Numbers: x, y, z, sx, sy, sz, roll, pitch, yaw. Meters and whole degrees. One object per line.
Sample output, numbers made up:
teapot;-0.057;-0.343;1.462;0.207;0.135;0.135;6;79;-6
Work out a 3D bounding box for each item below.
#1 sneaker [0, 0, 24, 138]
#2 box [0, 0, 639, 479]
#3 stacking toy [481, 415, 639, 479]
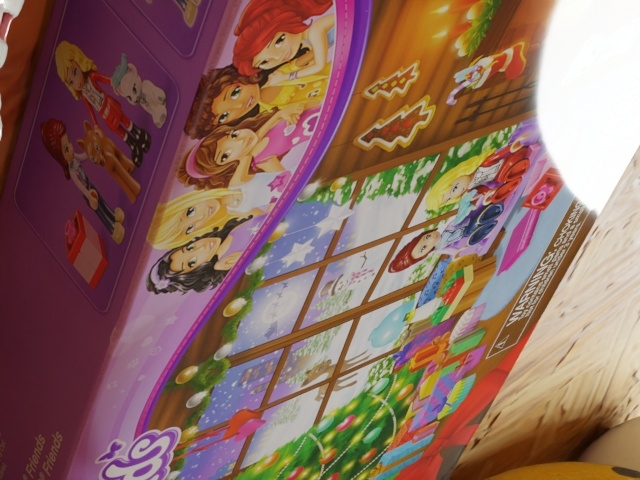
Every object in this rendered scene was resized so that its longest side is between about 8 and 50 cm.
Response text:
sneaker;-0.067;-0.052;0.369;0.134;0.070;0.051;-41;153;-6
box;0.000;0.000;0.561;0.201;0.057;0.293;-20;147;-37
stacking toy;0.095;0.203;0.825;0.351;0.350;0.480;-59;174;32
